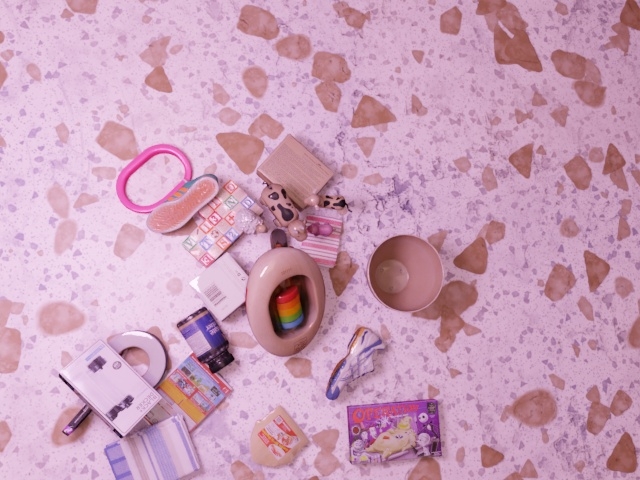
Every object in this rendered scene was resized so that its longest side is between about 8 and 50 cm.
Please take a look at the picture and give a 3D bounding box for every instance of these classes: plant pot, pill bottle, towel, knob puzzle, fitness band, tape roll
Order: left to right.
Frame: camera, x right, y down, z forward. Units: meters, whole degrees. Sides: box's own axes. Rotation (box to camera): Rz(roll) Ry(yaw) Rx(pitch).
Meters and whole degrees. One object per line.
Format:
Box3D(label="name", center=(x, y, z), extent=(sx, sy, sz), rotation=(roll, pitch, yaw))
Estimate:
Box3D(label="tape roll", center=(-0.650, 0.425, 1.804), extent=(0.219, 0.072, 0.219), rotation=(1, 81, -9))
Box3D(label="towel", center=(-0.574, 0.742, 1.775), extent=(0.285, 0.034, 0.209), rotation=(-23, 89, -3))
Box3D(label="fitness band", center=(-0.614, -0.226, 1.912), extent=(0.209, 0.054, 0.291), rotation=(45, 77, -1))
Box3D(label="pill bottle", center=(-0.401, 0.355, 1.829), extent=(0.123, 0.123, 0.219), rotation=(-33, 89, -12))
Box3D(label="knob puzzle", center=(-0.168, 0.722, 1.861), extent=(0.213, 0.030, 0.213), rotation=(1, 82, -10))
Box3D(label="towel", center=(0.000, 0.000, 1.995), extent=(0.144, 0.029, 0.196), rotation=(12, 78, -7))
Box3D(label="plant pot", center=(0.293, 0.127, 1.939), extent=(0.284, 0.191, 0.283), rotation=(1, 83, -9))

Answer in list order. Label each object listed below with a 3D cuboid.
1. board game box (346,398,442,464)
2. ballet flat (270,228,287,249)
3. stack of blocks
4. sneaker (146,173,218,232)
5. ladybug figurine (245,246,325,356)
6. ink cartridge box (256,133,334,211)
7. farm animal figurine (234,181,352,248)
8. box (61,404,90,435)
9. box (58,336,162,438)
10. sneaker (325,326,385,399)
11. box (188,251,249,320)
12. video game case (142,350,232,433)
Box3D(label="board game box", center=(0.275, 0.711, 1.928), extent=(0.347, 0.056, 0.208), rotation=(-2, 78, -9))
Box3D(label="ballet flat", center=(-0.154, 0.079, 1.948), extent=(0.084, 0.058, 0.249), rotation=(-7, 88, -28))
Box3D(label="stack of blocks", center=(-0.375, -0.058, 1.909), extent=(0.171, 0.087, 0.297), rotation=(43, 78, -1))
Box3D(label="sneaker", center=(-0.491, -0.136, 1.869), extent=(0.302, 0.121, 0.108), rotation=(-34, 110, 4))
Box3D(label="ladybug figurine", center=(-0.133, 0.210, 1.804), extent=(0.305, 0.162, 0.449), rotation=(-25, 126, -29))
Box3D(label="ink cartridge box", center=(-0.098, -0.257, 1.981), extent=(0.235, 0.088, 0.193), rotation=(41, 78, -2))
Box3D(label="farm animal figurine", center=(-0.088, -0.090, 1.835), extent=(0.327, 0.172, 0.330), rotation=(40, 83, -13))
Box3D(label="box", center=(-0.787, 0.572, 1.739), extent=(0.029, 0.116, 0.162), rotation=(39, 78, -4))
Box3D(label="box", center=(-0.681, 0.478, 1.683), extent=(0.290, 0.087, 0.169), rotation=(46, 55, -1))
Box3D(label="sneaker", center=(0.132, 0.471, 1.905), extent=(0.131, 0.112, 0.296), rotation=(34, 79, -4))
Box3D(label="box", center=(-0.346, 0.169, 1.865), extent=(0.182, 0.119, 0.181), rotation=(-40, 90, -13))
Box3D(label="video game case", center=(-0.486, 0.561, 1.835), extent=(0.204, 0.025, 0.285), rotation=(45, 78, -1))
